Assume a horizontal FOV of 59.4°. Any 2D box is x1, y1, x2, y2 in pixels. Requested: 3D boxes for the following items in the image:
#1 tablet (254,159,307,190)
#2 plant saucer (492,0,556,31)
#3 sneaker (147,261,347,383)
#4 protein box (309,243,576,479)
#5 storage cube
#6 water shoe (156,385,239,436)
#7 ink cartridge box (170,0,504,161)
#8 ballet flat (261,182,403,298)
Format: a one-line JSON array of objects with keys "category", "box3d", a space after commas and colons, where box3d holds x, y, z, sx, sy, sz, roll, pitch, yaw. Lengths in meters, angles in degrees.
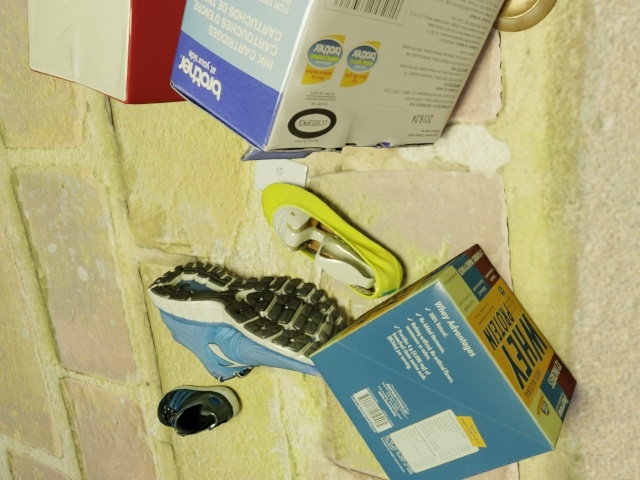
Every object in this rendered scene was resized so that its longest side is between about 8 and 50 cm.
[{"category": "tablet", "box3d": [-0.056, -0.087, 0.773, 0.083, 0.006, 0.054, 20, 115, 25]}, {"category": "plant saucer", "box3d": [0.194, -0.251, 0.558, 0.084, 0.015, 0.083, 10, 110, 29]}, {"category": "sneaker", "box3d": [-0.099, 0.134, 0.819, 0.330, 0.130, 0.147, 13, 126, 32]}, {"category": "protein box", "box3d": [0.138, 0.150, 0.648, 0.201, 0.136, 0.199, -38, 83, 35]}, {"category": "storage cube", "box3d": [-0.224, -0.285, 0.702, 0.184, 0.193, 0.214, 23, 115, 24]}, {"category": "water shoe", "box3d": [-0.231, 0.292, 0.960, 0.203, 0.080, 0.072, -22, 92, 35]}, {"category": "ink cartridge box", "box3d": [0.038, -0.230, 0.499, 0.151, 0.270, 0.395, 38, 122, 31]}, {"category": "ballet flat", "box3d": [0.000, 0.000, 0.718, 0.231, 0.077, 0.077, 34, 126, 17]}]
